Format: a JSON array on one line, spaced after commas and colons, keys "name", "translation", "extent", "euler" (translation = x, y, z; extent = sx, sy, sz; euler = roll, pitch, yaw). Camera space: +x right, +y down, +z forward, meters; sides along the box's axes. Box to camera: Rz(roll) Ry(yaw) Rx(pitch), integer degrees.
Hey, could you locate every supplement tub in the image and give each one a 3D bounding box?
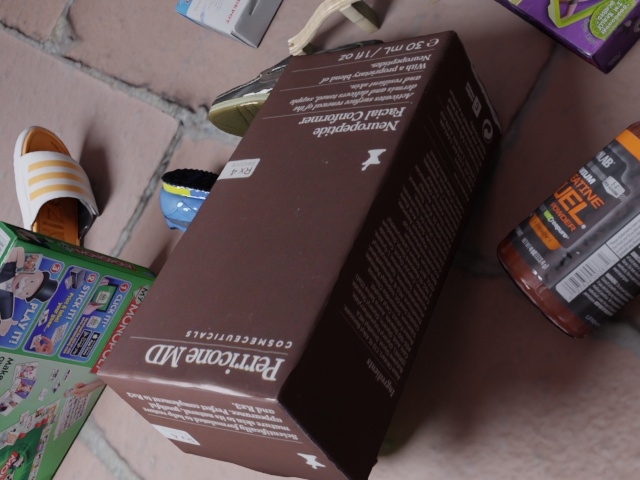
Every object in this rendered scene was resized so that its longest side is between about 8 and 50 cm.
[{"name": "supplement tub", "translation": [0.243, -0.021, 0.660], "extent": [0.198, 0.106, 0.106], "euler": [-45, 54, 16]}]

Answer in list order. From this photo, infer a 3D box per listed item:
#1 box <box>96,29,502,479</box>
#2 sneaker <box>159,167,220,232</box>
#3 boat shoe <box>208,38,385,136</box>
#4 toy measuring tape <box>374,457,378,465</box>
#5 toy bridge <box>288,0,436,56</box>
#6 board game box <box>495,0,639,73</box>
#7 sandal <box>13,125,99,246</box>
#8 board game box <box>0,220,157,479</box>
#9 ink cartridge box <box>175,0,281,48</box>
[{"name": "box", "translation": [0.000, 0.000, 0.721], "extent": [0.191, 0.143, 0.381], "euler": [0, 51, 36]}, {"name": "sneaker", "translation": [-0.095, -0.019, 0.943], "extent": [0.209, 0.069, 0.082], "euler": [18, 119, 30]}, {"name": "boat shoe", "translation": [-0.022, -0.168, 0.924], "extent": [0.224, 0.080, 0.073], "euler": [-8, 65, 29]}, {"name": "toy measuring tape", "translation": [-0.020, 0.133, 0.825], "extent": [0.121, 0.121, 0.330], "euler": [-55, 31, 8]}, {"name": "toy bridge", "translation": [0.041, -0.250, 0.910], "extent": [0.188, 0.063, 0.026], "euler": [-21, 64, 30]}, {"name": "board game box", "translation": [0.299, -0.345, 0.764], "extent": [0.346, 0.056, 0.208], "euler": [-50, 49, 13]}, {"name": "sandal", "translation": [-0.334, -0.030, 1.098], "extent": [0.076, 0.102, 0.265], "euler": [-18, 74, 29]}, {"name": "board game box", "translation": [-0.343, 0.150, 0.964], "extent": [0.046, 0.214, 0.317], "euler": [34, 96, 38]}, {"name": "ink cartridge box", "translation": [-0.112, -0.302, 1.046], "extent": [0.122, 0.052, 0.088], "euler": [32, 95, 40]}]
